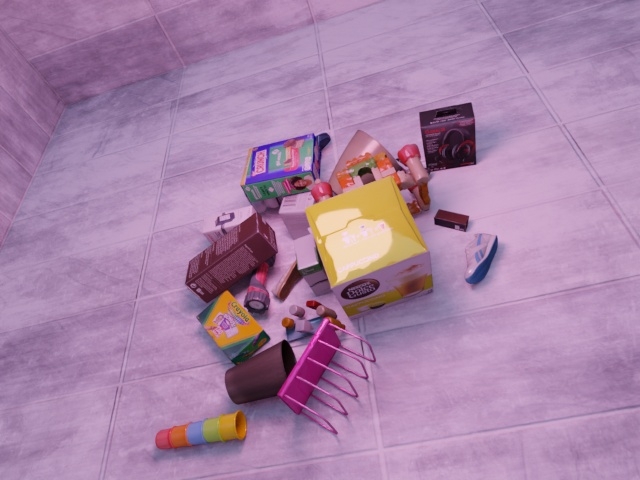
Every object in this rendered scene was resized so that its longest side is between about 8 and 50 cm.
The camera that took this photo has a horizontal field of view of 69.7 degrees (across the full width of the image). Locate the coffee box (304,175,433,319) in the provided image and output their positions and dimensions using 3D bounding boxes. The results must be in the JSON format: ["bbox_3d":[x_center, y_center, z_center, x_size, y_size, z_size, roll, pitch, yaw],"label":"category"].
[{"bbox_3d":[0.178,0.035,1.654,0.338,0.334,0.338,-21,58,4],"label":"coffee box"}]

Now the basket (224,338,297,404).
[{"bbox_3d":[-0.205,0.474,1.610,0.227,0.154,0.204,-22,34,8],"label":"basket"}]

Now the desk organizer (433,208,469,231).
[{"bbox_3d":[0.525,-0.081,1.838,0.130,0.047,0.050,17,59,30],"label":"desk organizer"}]

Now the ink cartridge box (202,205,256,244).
[{"bbox_3d":[-0.384,-0.045,2.061,0.237,0.172,0.100,-13,50,11],"label":"ink cartridge box"}]

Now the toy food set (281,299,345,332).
[{"bbox_3d":[-0.024,0.291,1.716,0.232,0.104,0.111,-13,62,34],"label":"toy food set"}]

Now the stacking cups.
[{"bbox_3d":[-0.415,0.656,1.586,0.316,0.096,0.096,-13,50,14],"label":"stacking cups"}]

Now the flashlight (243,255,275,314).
[{"bbox_3d":[-0.238,0.155,1.885,0.103,0.103,0.304,-49,22,40],"label":"flashlight"}]

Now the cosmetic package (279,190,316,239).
[{"bbox_3d":[-0.067,-0.119,1.994,0.152,0.183,0.151,-2,52,20],"label":"cosmetic package"}]

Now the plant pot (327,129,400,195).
[{"bbox_3d":[0.165,-0.302,2.037,0.274,0.256,0.256,-47,51,3],"label":"plant pot"}]

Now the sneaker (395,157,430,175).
[{"bbox_3d":[0.415,-0.323,2.050,0.178,0.072,0.077,38,83,25],"label":"sneaker"}]

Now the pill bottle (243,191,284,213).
[{"bbox_3d":[-0.202,-0.258,2.165,0.302,0.169,0.169,-34,50,-8],"label":"pill bottle"}]

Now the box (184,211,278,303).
[{"bbox_3d":[-0.368,0.069,1.907,0.381,0.143,0.191,-36,28,11],"label":"box"}]

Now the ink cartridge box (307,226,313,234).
[{"bbox_3d":[0.000,0.000,1.917,0.052,0.122,0.088,-29,49,-4],"label":"ink cartridge box"}]

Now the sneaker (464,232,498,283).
[{"bbox_3d":[0.573,0.067,1.688,0.092,0.087,0.228,13,52,36],"label":"sneaker"}]

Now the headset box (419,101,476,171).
[{"bbox_3d":[0.542,-0.444,1.953,0.218,0.293,0.110,-7,51,14],"label":"headset box"}]

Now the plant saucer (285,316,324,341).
[{"bbox_3d":[-0.038,0.331,1.742,0.192,0.018,0.067,-17,50,6],"label":"plant saucer"}]

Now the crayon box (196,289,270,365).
[{"bbox_3d":[-0.345,0.342,1.804,0.165,0.081,0.278,-42,51,-14],"label":"crayon box"}]

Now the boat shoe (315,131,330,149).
[{"bbox_3d":[-0.043,-0.429,2.301,0.258,0.109,0.089,-42,57,7],"label":"boat shoe"}]

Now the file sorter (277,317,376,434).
[{"bbox_3d":[0.037,0.449,1.506,0.182,0.202,0.290,21,63,28],"label":"file sorter"}]

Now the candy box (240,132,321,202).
[{"bbox_3d":[-0.167,-0.316,1.999,0.317,0.122,0.268,-11,45,14],"label":"candy box"}]

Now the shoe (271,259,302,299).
[{"bbox_3d":[-0.123,0.141,1.882,0.058,0.076,0.219,17,64,45],"label":"shoe"}]

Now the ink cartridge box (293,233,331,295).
[{"bbox_3d":[-0.023,0.099,1.794,0.087,0.208,0.153,-20,49,9],"label":"ink cartridge box"}]

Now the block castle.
[{"bbox_3d":[0.208,-0.194,1.856,0.453,0.303,0.212,-23,62,6],"label":"block castle"}]
